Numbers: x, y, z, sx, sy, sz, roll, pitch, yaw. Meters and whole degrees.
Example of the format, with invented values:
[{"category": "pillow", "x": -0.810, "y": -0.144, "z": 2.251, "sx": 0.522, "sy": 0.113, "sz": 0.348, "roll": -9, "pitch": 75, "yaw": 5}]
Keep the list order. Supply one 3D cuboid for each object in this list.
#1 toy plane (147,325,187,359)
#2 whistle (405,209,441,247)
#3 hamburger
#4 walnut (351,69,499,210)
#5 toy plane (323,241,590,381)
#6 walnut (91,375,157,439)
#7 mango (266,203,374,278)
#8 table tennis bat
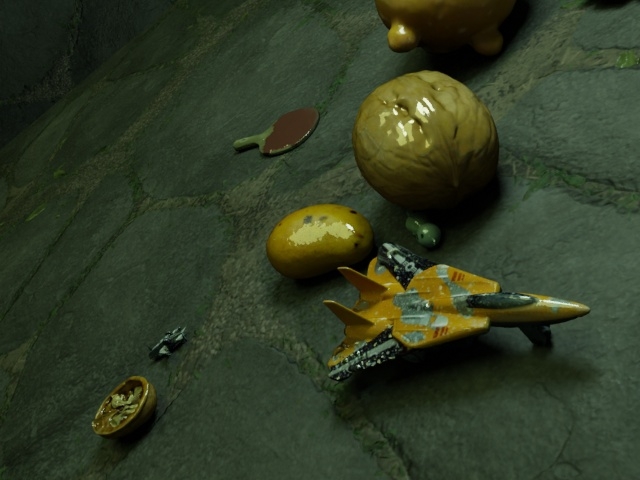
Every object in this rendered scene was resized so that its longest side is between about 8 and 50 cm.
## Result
[{"category": "toy plane", "x": -0.263, "y": 0.177, "z": 1.154, "sx": 0.083, "sy": 0.031, "sz": 0.078, "roll": -30, "pitch": 20, "yaw": 14}, {"category": "whistle", "x": 0.142, "y": -0.020, "z": 0.956, "sx": 0.035, "sy": 0.035, "sz": 0.100, "roll": -38, "pitch": 32, "yaw": 6}, {"category": "hamburger", "x": 0.219, "y": -0.436, "z": 1.168, "sx": 0.276, "sy": 0.276, "sz": 0.237, "roll": 9, "pitch": 102, "yaw": 50}, {"category": "walnut", "x": 0.146, "y": -0.136, "z": 0.952, "sx": 0.195, "sy": 0.195, "sz": 0.222, "roll": -37, "pitch": 41, "yaw": 8}, {"category": "toy plane", "x": 0.155, "y": 0.084, "z": 0.776, "sx": 0.316, "sy": 0.103, "sz": 0.204, "roll": 1, "pitch": 54, "yaw": 38}, {"category": "walnut", "x": -0.300, "y": 0.270, "z": 1.066, "sx": 0.121, "sy": 0.052, "sz": 0.091, "roll": -35, "pitch": 35, "yaw": 14}, {"category": "mango", "x": -0.001, "y": -0.002, "z": 1.035, "sx": 0.178, "sy": 0.090, "sz": 0.115, "roll": -18, "pitch": 50, "yaw": 27}, {"category": "table tennis bat", "x": -0.099, "y": -0.226, "z": 1.452, "sx": 0.234, "sy": 0.022, "sz": 0.131, "roll": -9, "pitch": 46, "yaw": 38}]
